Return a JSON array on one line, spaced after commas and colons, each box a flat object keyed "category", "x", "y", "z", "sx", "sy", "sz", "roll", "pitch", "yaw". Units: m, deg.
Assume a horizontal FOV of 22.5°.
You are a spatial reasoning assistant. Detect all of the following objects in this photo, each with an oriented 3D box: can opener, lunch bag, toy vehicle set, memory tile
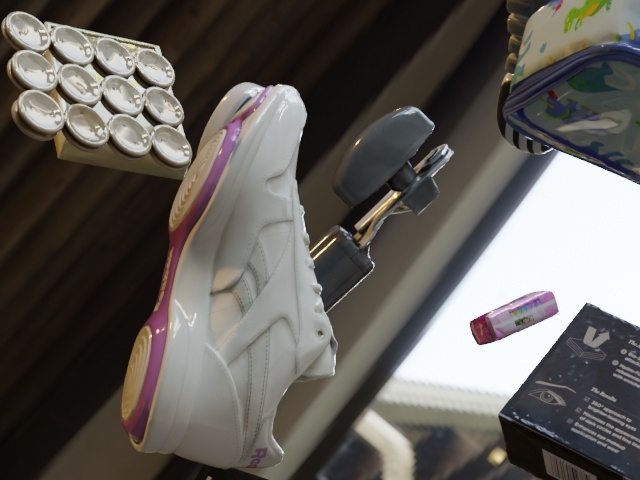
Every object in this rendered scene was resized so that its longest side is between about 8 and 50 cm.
[{"category": "can opener", "x": 0.000, "y": 0.000, "z": 1.413, "sx": 0.283, "sy": 0.095, "sz": 0.076, "roll": -43, "pitch": 8, "yaw": 2}, {"category": "lunch bag", "x": 0.241, "y": -0.088, "z": 1.046, "sx": 0.176, "sy": 0.219, "sz": 0.090, "roll": -22, "pitch": 48, "yaw": 66}, {"category": "toy vehicle set", "x": -0.272, "y": -0.185, "z": 2.096, "sx": 0.166, "sy": 0.267, "sz": 0.035, "roll": 10, "pitch": -54, "yaw": -24}, {"category": "memory tile", "x": -0.161, "y": -0.106, "z": 1.161, "sx": 0.148, "sy": 0.113, "sz": 0.012, "roll": 13, "pitch": -42, "yaw": -39}]

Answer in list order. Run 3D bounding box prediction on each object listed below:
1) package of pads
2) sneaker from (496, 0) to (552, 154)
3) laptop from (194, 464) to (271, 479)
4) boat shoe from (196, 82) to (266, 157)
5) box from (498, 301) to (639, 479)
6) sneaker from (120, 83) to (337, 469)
[{"category": "package of pads", "x": 0.198, "y": 0.079, "z": 1.650, "sx": 0.083, "sy": 0.032, "sz": 0.050, "roll": -22, "pitch": -2, "yaw": -23}, {"category": "sneaker", "x": 0.225, "y": -0.196, "z": 1.416, "sx": 0.132, "sy": 0.086, "sz": 0.229, "roll": -25, "pitch": -45, "yaw": -48}, {"category": "laptop", "x": -0.035, "y": 0.321, "z": 1.252, "sx": 0.234, "sy": 0.264, "sz": 0.136, "roll": -63, "pitch": -11, "yaw": -13}, {"category": "boat shoe", "x": -0.072, "y": -0.012, "z": 1.528, "sx": 0.096, "sy": 0.088, "sz": 0.267, "roll": 8, "pitch": -81, "yaw": -51}, {"category": "box", "x": 0.280, "y": 0.166, "z": 1.526, "sx": 0.158, "sy": 0.156, "sz": 0.093, "roll": -48, "pitch": -36, "yaw": -24}, {"category": "sneaker", "x": -0.051, "y": 0.031, "z": 1.252, "sx": 0.114, "sy": 0.152, "sz": 0.305, "roll": 164, "pitch": 124, "yaw": -70}]
